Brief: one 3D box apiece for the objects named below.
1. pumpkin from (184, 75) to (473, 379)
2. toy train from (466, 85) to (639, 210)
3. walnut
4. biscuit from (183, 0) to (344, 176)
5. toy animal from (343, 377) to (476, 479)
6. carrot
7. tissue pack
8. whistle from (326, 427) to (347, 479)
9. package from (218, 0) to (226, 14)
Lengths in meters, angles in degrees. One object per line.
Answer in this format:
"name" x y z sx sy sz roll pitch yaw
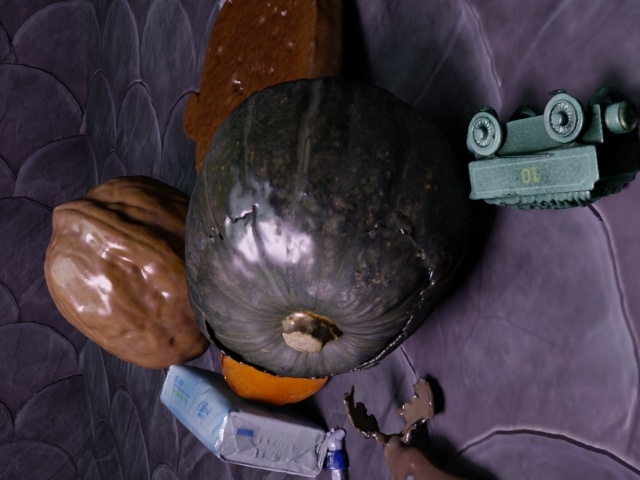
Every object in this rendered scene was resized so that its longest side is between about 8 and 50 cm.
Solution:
"pumpkin" 0.000 0.000 0.770 0.328 0.291 0.258 105 175 -49
"toy train" 0.195 -0.076 0.621 0.172 0.070 0.100 0 100 60
"walnut" -0.311 0.046 1.239 0.306 0.344 0.306 -44 24 25
"biscuit" -0.084 -0.225 1.020 0.350 0.070 0.395 -18 61 49
"toy animal" 0.111 0.256 0.788 0.214 0.093 0.186 9 104 53
"carrot" -0.087 0.119 1.075 0.225 0.159 0.159 -122 39 -57
"tissue pack" -0.124 0.271 1.109 0.263 0.177 0.089 8 79 60
"whistle" 0.024 0.304 0.997 0.033 0.029 0.083 -20 67 44
"package" -0.139 -0.472 1.229 0.173 0.027 0.171 34 118 55
